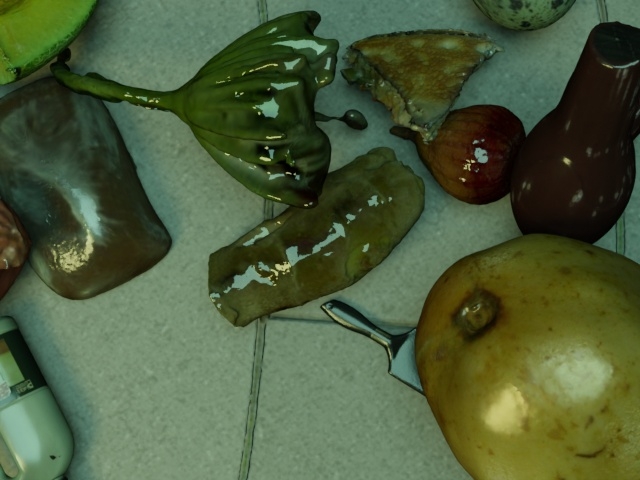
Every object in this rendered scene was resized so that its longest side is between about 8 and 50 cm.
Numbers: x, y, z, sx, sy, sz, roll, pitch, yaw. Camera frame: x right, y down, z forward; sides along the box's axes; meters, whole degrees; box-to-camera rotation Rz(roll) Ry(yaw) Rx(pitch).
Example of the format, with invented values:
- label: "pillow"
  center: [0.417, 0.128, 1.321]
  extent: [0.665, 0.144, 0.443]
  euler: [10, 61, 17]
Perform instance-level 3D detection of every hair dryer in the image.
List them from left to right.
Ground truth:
- label: "hair dryer"
  center: [0.329, -0.162, 1.109]
  extent: [0.123, 0.313, 0.340]
  euler: [34, 59, 18]

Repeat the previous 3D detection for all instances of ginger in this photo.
- label: "ginger"
  center: [0.000, 0.000, 1.153]
  extent: [0.262, 0.109, 0.116]
  euler: [-31, 97, -2]

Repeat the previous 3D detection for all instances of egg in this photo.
- label: "egg"
  center: [0.222, -0.315, 1.179]
  extent: [0.132, 0.132, 0.172]
  euler: [-12, 70, -1]

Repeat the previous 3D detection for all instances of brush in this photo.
- label: "brush"
  center: [0.086, 0.118, 1.183]
  extent: [0.193, 0.016, 0.063]
  euler: [31, 84, 4]

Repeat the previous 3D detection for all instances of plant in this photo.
- label: "plant"
  center: [-0.127, -0.118, 1.103]
  extent: [0.333, 0.251, 0.180]
  euler: [-9, 111, 7]

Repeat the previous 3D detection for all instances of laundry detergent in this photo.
- label: "laundry detergent"
  center: [-0.328, 0.200, 1.151]
  extent: [0.099, 0.070, 0.226]
  euler: [-27, 84, -11]

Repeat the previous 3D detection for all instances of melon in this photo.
- label: "melon"
  center: [-0.346, -0.291, 1.194]
  extent: [0.169, 0.129, 0.265]
  euler: [-30, 79, -25]

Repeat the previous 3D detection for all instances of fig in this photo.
- label: "fig"
  center: [0.161, -0.112, 1.174]
  extent: [0.119, 0.119, 0.153]
  euler: [-36, 59, -4]

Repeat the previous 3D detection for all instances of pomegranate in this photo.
- label: "pomegranate"
  center: [0.231, 0.127, 1.044]
  extent: [0.307, 0.307, 0.308]
  euler: [0, 83, 1]

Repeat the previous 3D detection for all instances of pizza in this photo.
- label: "pizza"
  center: [0.113, -0.166, 1.161]
  extent: [0.185, 0.052, 0.195]
  euler: [-4, 41, 6]

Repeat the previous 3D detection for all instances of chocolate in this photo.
- label: "chocolate"
  center: [-0.285, -0.065, 1.177]
  extent: [0.156, 0.080, 0.254]
  euler: [-27, 83, -2]

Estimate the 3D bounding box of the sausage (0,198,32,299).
- label: "sausage"
  center: [-0.419, 0.039, 1.128]
  extent: [0.254, 0.148, 0.148]
  euler: [-32, 84, 5]
